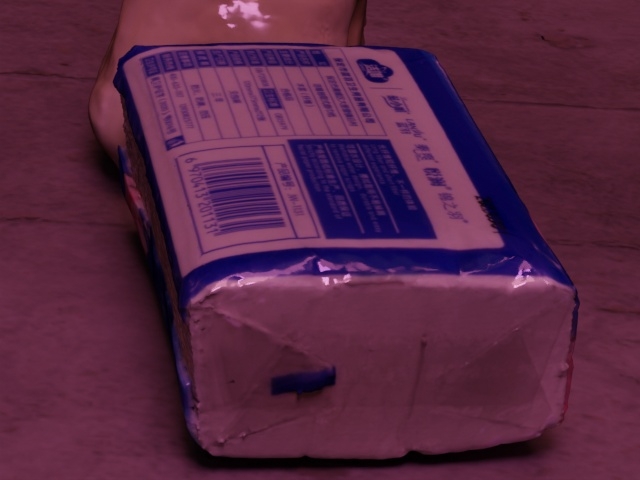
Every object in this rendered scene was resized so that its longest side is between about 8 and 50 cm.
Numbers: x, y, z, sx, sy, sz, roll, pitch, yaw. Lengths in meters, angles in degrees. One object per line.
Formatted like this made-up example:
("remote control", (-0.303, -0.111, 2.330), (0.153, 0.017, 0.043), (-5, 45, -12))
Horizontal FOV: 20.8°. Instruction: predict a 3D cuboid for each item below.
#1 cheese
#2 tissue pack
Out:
("cheese", (-0.051, -0.173, 1.193), (0.173, 0.251, 0.248), (9, 12, -1))
("tissue pack", (0.000, 0.000, 0.963), (0.209, 0.137, 0.270), (0, 32, -17))
